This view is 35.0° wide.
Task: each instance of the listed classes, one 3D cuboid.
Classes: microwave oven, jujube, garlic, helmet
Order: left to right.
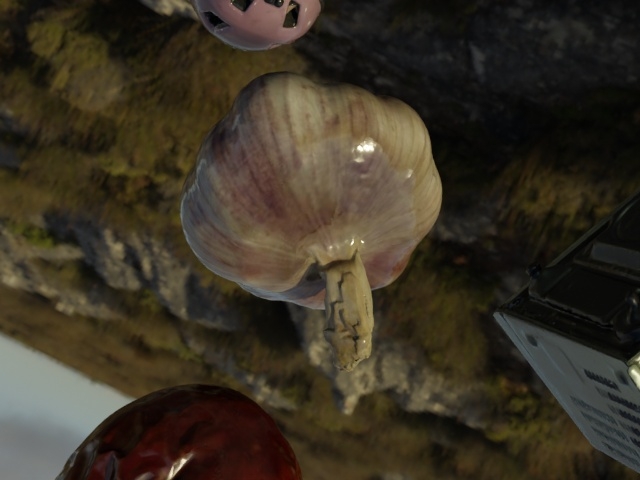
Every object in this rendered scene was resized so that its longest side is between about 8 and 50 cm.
[{"bbox_3d":[-0.117,0.202,0.680,0.168,0.236,0.168,31,141,28],"label":"jujube"},{"bbox_3d":[-0.098,-0.337,1.423,0.198,0.154,0.253,16,168,-23],"label":"helmet"},{"bbox_3d":[0.000,0.000,0.915,0.245,0.253,0.245,-8,143,-6],"label":"garlic"},{"bbox_3d":[0.430,0.043,1.072,0.247,0.394,0.333,52,172,-12],"label":"microwave oven"}]
